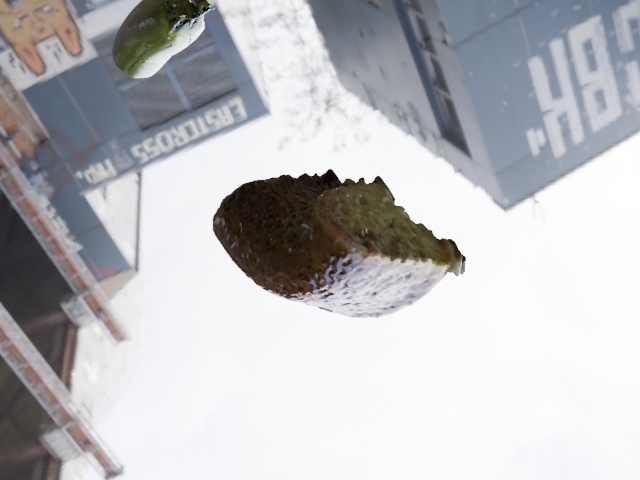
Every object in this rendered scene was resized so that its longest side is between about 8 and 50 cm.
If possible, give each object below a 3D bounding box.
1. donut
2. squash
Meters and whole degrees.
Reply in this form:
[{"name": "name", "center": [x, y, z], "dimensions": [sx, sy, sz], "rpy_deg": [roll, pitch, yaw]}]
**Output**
[{"name": "donut", "center": [0.004, 0.009, 0.811], "dimensions": [0.186, 0.126, 0.144], "rpy_deg": [49, -65, 38]}, {"name": "squash", "center": [-0.214, -0.278, 1.243], "dimensions": [0.087, 0.087, 0.331], "rpy_deg": [-39, -165, -19]}]
